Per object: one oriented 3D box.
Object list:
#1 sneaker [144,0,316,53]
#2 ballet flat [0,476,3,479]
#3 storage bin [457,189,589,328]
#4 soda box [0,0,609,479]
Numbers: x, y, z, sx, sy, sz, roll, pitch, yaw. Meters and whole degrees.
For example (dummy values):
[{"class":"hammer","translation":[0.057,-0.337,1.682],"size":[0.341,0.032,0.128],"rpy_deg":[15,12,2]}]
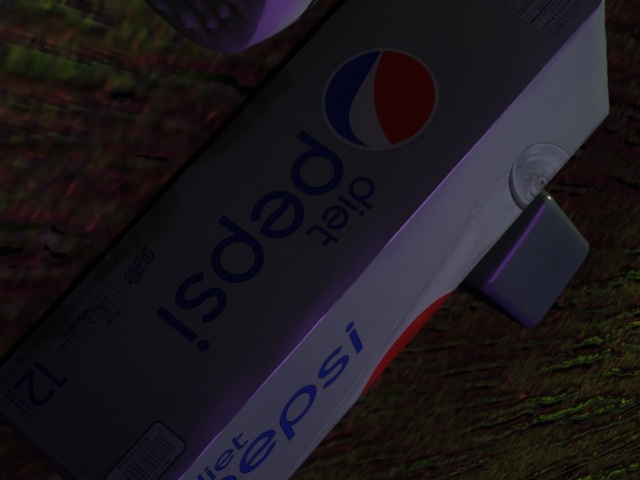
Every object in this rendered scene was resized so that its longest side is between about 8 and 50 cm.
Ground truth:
[{"class":"sneaker","translation":[0.000,-0.191,0.374],"size":[0.127,0.126,0.321],"rpy_deg":[-33,147,-28]},{"class":"ballet flat","translation":[-0.171,0.110,0.556],"size":[0.250,0.058,0.084],"rpy_deg":[43,48,-71]},{"class":"storage bin","translation":[0.071,-0.005,0.790],"size":[0.098,0.091,0.135],"rpy_deg":[-54,155,0]},{"class":"soda box","translation":[0.000,0.000,0.665],"size":[0.286,0.091,0.098],"rpy_deg":[-48,155,-14]}]
